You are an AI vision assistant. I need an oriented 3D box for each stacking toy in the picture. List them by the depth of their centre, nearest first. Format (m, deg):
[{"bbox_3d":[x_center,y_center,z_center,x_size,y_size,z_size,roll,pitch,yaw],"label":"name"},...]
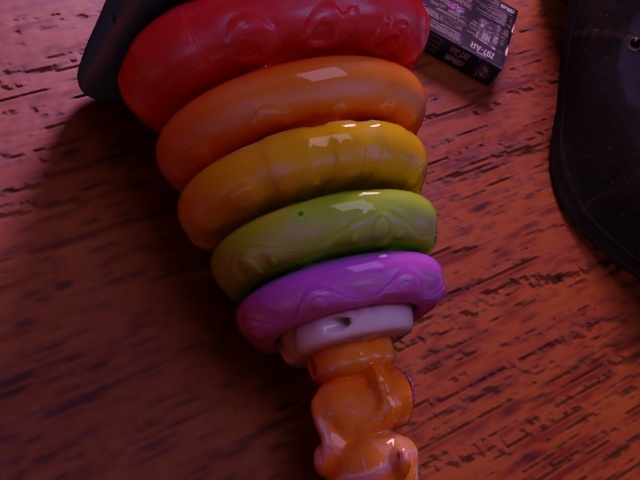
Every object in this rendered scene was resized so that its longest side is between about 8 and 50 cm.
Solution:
[{"bbox_3d":[0.000,0.000,0.666,0.166,0.175,0.302,-6,71,-29],"label":"stacking toy"}]

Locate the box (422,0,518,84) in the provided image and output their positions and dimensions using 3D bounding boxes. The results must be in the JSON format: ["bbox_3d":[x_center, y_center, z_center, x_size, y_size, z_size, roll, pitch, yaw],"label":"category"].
[{"bbox_3d":[0.088,-0.149,0.893,0.083,0.018,0.067,27,48,-9],"label":"box"}]

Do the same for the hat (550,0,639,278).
[{"bbox_3d":[0.311,-0.093,0.859,0.134,0.331,0.331,36,32,-55],"label":"hat"}]
